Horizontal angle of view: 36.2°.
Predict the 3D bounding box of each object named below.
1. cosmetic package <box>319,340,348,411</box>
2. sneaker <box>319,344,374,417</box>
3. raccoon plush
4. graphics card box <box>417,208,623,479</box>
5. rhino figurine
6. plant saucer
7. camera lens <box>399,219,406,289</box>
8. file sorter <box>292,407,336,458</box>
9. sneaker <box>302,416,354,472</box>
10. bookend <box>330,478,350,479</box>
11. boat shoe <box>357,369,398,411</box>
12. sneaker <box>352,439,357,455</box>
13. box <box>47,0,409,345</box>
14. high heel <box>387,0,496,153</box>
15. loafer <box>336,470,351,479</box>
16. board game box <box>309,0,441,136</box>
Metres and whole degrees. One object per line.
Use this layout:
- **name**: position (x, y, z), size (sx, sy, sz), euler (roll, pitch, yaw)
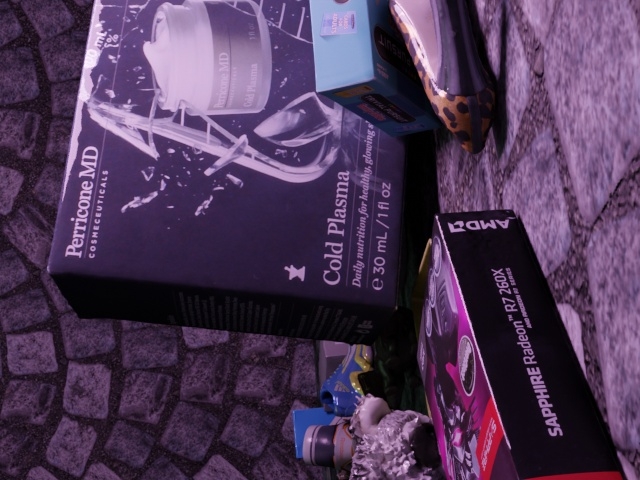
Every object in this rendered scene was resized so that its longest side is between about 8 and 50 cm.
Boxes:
- **cosmetic package**: position (0.050, 0.299, 2.369), size (0.238, 0.107, 0.127), euler (88, 175, -49)
- **sneaker**: position (0.056, 0.294, 2.144), size (0.240, 0.126, 0.091), euler (-102, 10, -53)
- **raccoon plush**: position (0.015, 0.381, 1.208), size (0.299, 0.447, 0.216), euler (-121, 11, -50)
- **graphics card box**: position (0.177, 0.172, 0.944), size (0.370, 0.094, 0.232), euler (-98, 7, -47)
- **rhino figurine**: position (0.126, 0.198, 1.616), size (0.243, 0.073, 0.106), euler (91, 170, -51)
- **plant saucer**: position (0.165, 0.119, 1.285), size (0.188, 0.045, 0.188), euler (96, 169, -62)
- **camera lens**: position (0.000, 0.000, 1.730), size (0.219, 0.274, 0.219), euler (176, 90, -85)
- **file sorter**: position (0.020, 0.486, 2.451), size (0.104, 0.170, 0.118), euler (93, 172, -69)
- **sneaker**: position (0.072, 0.464, 2.224), size (0.321, 0.128, 0.126), euler (8, -97, -70)
- **bookend**: position (0.079, 0.551, 1.919), size (0.072, 0.157, 0.156), euler (-112, 20, -75)
- **boat shoe**: position (0.114, 0.337, 1.851), size (0.073, 0.073, 0.207), euler (93, 170, -47)
- **sneaker**: position (0.110, 0.435, 1.999), size (0.094, 0.080, 0.212), euler (-58, -36, -79)
- **box**: position (-0.117, -0.115, 1.481), size (0.297, 0.472, 0.479), euler (103, 172, -73)
- **high heel**: position (0.141, -0.204, 1.140), size (0.261, 0.093, 0.186), euler (-98, -4, -76)
- **loafer**: position (0.083, 0.662, 2.325), size (0.094, 0.088, 0.251), euler (100, 165, -69)
- **board game box**: position (0.068, -0.327, 1.258), size (0.254, 0.079, 0.336), euler (14, -112, -65)
